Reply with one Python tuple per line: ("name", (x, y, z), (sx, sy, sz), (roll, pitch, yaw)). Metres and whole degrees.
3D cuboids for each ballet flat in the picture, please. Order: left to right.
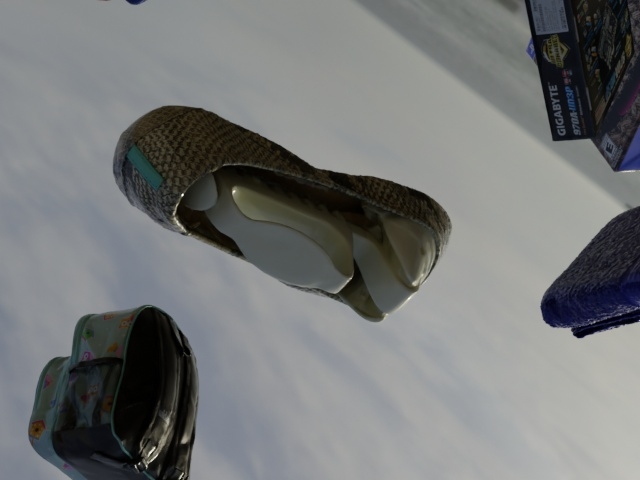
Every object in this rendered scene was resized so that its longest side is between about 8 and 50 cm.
("ballet flat", (0.000, 0.000, 1.175), (0.482, 0.164, 0.182), (20, -158, -41))

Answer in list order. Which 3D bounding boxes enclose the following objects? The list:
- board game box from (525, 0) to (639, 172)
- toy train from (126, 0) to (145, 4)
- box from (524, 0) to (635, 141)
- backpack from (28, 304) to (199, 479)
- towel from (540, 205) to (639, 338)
("board game box", (0.437, -0.275, 1.504), (0.141, 0.232, 0.291), (-4, -136, -20))
("toy train", (-0.133, -0.274, 0.651), (0.248, 0.105, 0.143), (55, -142, -9))
("box", (0.291, -0.238, 1.201), (0.220, 0.051, 0.175), (-54, -45, -46))
("backpack", (-0.205, 0.165, 1.132), (0.166, 0.144, 0.188), (54, -143, -45))
("towel", (0.413, 0.014, 1.245), (0.076, 0.227, 0.308), (54, 151, -8))
